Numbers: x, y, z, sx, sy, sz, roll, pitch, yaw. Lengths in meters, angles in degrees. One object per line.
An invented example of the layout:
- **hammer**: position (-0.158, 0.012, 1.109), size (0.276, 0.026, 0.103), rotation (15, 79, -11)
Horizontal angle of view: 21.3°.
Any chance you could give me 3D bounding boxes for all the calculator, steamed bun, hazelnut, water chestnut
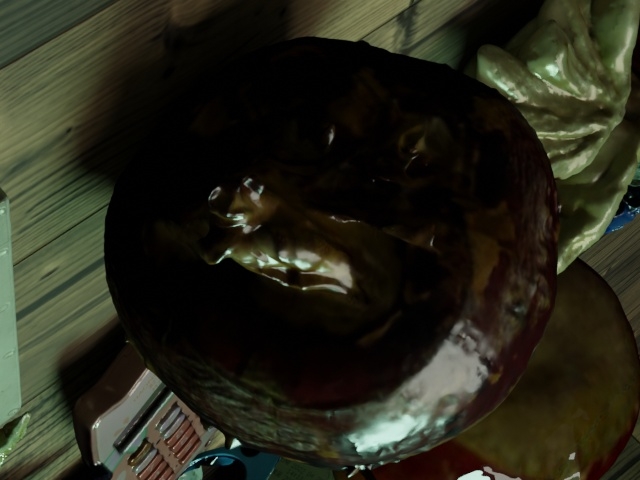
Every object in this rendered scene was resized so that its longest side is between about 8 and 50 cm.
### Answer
- **calculator**: position (-0.142, 0.148, 1.622), size (0.220, 0.048, 0.329), rotation (-53, 161, -14)
- **steamed bun**: position (0.227, -0.120, 1.666), size (0.428, 0.247, 0.189), rotation (-52, -165, -13)
- **hazelnut**: position (0.192, 0.192, 2.055), size (0.409, 0.359, 0.359), rotation (-40, 162, -20)
- **water chestnut**: position (0.000, 0.000, 1.213), size (0.335, 0.335, 0.347), rotation (-44, 155, -3)

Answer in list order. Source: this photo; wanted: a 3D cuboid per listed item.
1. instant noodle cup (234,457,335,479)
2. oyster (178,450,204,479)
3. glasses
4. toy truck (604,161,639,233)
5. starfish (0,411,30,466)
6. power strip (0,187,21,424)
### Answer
- **instant noodle cup**: position (-0.046, 0.342, 2.167), size (0.193, 0.193, 0.212), rotation (-36, 152, -28)
- **oyster**: position (-0.210, 0.283, 1.762), size (0.252, 0.087, 0.199), rotation (-49, 153, -18)
- **glasses**: position (-0.106, 0.250, 1.834), size (0.239, 0.102, 0.207), rotation (-64, -175, -38)
- **toy truck**: position (0.429, -0.106, 2.308), size (0.208, 0.126, 0.113), rotation (-45, 164, 11)
- **starfish**: position (-0.317, 0.273, 1.511), size (0.347, 0.078, 0.358), rotation (-11, 132, -59)
- **power strip**: position (-0.266, 0.065, 1.206), size (0.106, 0.043, 0.367), rotation (-38, 162, -25)
